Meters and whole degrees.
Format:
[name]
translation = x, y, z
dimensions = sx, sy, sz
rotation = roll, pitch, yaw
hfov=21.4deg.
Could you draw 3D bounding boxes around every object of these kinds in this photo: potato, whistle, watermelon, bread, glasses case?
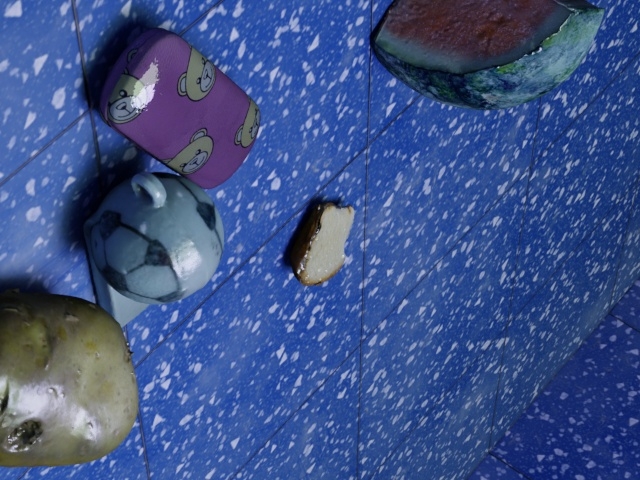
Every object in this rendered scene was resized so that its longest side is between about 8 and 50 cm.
[potato]
translation = -0.316, 0.149, 1.832
dimensions = 0.296, 0.141, 0.191
rotation = 11, 79, -56
[whistle]
translation = -0.184, 0.018, 1.932
dimensions = 0.163, 0.163, 0.289
rotation = -45, 154, -27
[watermelon]
translation = 0.207, -0.288, 2.253
dimensions = 0.148, 0.318, 0.226
rotation = -6, 84, -57
[bread]
translation = 0.000, 0.000, 2.428
dimensions = 0.129, 0.044, 0.126
rotation = -2, 114, -60
[glasses case]
translation = -0.152, -0.142, 1.893
dimensions = 0.123, 0.076, 0.316
rotation = -57, 157, -1
